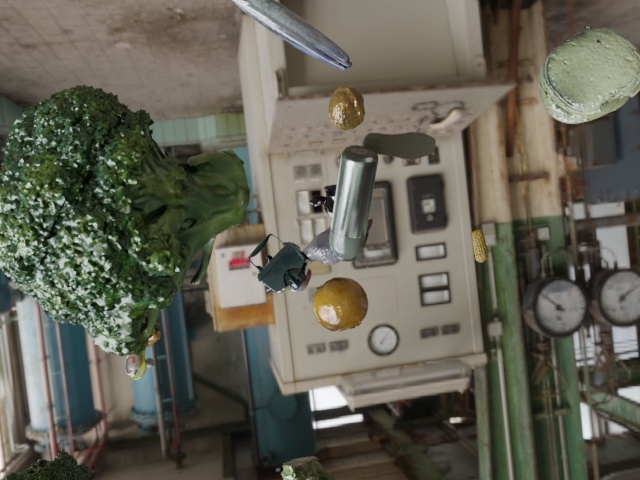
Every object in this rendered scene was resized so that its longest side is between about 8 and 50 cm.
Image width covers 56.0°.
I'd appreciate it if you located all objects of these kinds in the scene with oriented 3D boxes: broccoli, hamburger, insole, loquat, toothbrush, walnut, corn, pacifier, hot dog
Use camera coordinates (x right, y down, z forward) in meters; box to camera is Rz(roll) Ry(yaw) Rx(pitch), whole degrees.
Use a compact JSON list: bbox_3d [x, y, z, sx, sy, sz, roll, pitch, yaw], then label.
[{"bbox_3d":[-0.029,0.738,1.635,0.304,0.283,0.321,-17,174,28],"label":"broccoli"},{"bbox_3d":[0.392,-0.243,0.882,0.140,0.133,0.062,-16,163,18],"label":"hamburger"},{"bbox_3d":[0.174,-0.209,1.325,0.192,0.063,0.010,-1,-159,-27],"label":"insole"},{"bbox_3d":[-0.186,-0.027,0.579,0.242,0.261,0.269,-8,153,-34],"label":"broccoli"},{"bbox_3d":[0.047,0.154,1.448,0.141,0.141,0.141,-6,-178,0],"label":"loquat"},{"bbox_3d":[-0.134,-0.332,0.762,0.413,0.035,0.042,33,-168,1],"label":"toothbrush"},{"bbox_3d":[0.070,-0.349,1.579,0.105,0.105,0.124,-6,145,-4],"label":"walnut"},{"bbox_3d":[0.438,0.015,1.655,0.037,0.092,0.037,-10,-176,1],"label":"corn"},{"bbox_3d":[-0.424,0.290,1.422,0.068,0.083,0.064,-30,148,29],"label":"pacifier"},{"bbox_3d":[-0.563,0.526,1.230,0.156,0.195,0.195,12,-172,18],"label":"broccoli"},{"bbox_3d":[-0.579,0.315,1.988,0.055,0.072,0.188,-3,159,-38],"label":"hot dog"}]

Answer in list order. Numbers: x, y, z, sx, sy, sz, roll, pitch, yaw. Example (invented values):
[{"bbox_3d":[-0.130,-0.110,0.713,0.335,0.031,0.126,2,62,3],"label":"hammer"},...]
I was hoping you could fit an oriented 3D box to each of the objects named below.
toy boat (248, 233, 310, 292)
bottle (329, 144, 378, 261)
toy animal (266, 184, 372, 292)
[{"bbox_3d":[-0.069,0.048,1.125,0.093,0.103,0.246,-48,175,-2],"label":"toy boat"},{"bbox_3d":[0.073,-0.076,1.287,0.096,0.253,0.079,-12,-145,-32],"label":"bottle"},{"bbox_3d":[0.012,0.017,1.539,0.195,0.324,0.090,17,166,34],"label":"toy animal"}]
